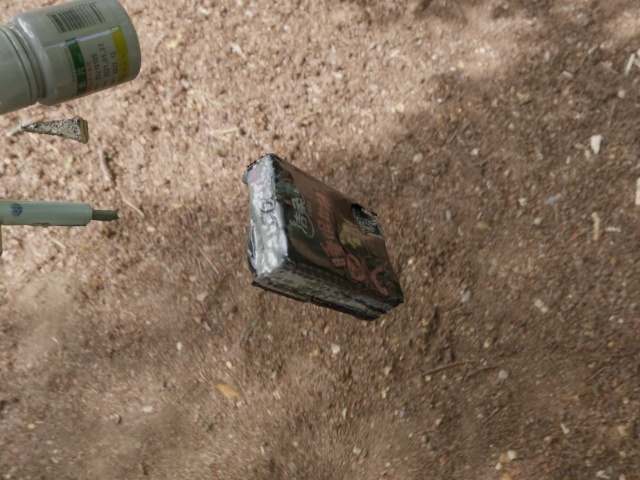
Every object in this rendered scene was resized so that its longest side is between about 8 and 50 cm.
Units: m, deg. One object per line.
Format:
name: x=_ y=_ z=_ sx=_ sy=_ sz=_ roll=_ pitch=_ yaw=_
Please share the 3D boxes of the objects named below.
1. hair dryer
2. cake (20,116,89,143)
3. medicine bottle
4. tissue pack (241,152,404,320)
hair dryer: x=-0.559 y=-0.043 z=1.352 sx=0.357 sy=0.107 sz=0.173 roll=-1 pitch=78 yaw=-39
cake: x=-0.571 y=-0.247 z=1.469 sx=0.140 sy=0.051 sz=0.055 roll=10 pitch=90 yaw=-1
medicine bottle: x=-0.598 y=-0.413 z=1.523 sx=0.339 sy=0.208 sz=0.208 roll=-30 pitch=69 yaw=-32
tissue pack: x=0.000 y=0.000 z=1.256 sx=0.123 sy=0.332 sz=0.245 roll=-33 pitch=53 yaw=30
